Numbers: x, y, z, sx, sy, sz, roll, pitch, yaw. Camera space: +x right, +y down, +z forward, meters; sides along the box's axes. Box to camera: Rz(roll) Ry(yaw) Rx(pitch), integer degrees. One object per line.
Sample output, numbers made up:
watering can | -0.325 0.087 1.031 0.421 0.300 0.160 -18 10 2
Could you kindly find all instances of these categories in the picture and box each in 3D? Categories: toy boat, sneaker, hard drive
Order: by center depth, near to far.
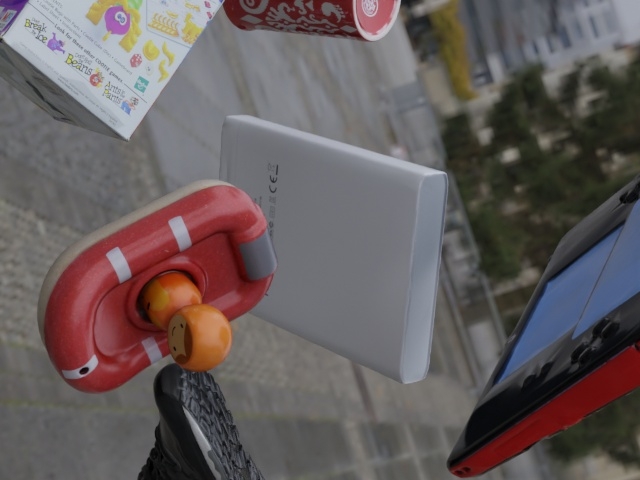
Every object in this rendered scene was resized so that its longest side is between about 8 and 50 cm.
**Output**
toy boat | -0.131 0.060 1.318 0.151 0.231 0.151 48 -19 43
sneaker | -0.133 0.236 1.445 0.107 0.124 0.283 -100 173 -47
hard drive | 0.000 0.000 1.706 0.353 0.047 0.233 21 -69 48

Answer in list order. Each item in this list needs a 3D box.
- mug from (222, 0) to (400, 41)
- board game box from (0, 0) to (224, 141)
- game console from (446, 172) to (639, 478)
mug | -0.018 -0.264 1.579 0.150 0.169 0.113 -26 124 -49
board game box | -0.167 -0.243 1.249 0.144 0.275 0.142 41 -13 -35
game console | 0.284 0.033 1.409 0.060 0.342 0.386 44 45 -8
